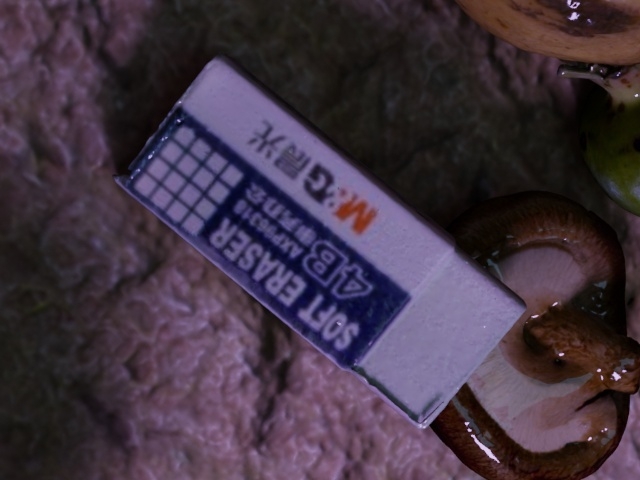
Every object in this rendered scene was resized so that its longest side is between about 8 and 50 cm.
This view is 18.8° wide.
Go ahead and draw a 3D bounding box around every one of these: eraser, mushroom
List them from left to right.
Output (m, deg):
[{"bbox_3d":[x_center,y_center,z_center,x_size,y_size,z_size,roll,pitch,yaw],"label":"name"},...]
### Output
[{"bbox_3d":[0.000,0.000,1.398,0.287,0.086,0.130,41,91,1],"label":"eraser"},{"bbox_3d":[0.151,0.077,1.511,0.194,0.138,0.231,6,87,-6],"label":"mushroom"}]

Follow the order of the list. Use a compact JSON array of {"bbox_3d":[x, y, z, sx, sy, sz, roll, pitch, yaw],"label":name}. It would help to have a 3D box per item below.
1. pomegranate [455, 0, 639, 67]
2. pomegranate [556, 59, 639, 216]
[{"bbox_3d":[0.200,-0.283,1.354,0.322,0.322,0.322,-4,103,-20],"label":"pomegranate"},{"bbox_3d":[0.262,-0.102,1.505,0.148,0.148,0.169,-31,111,-12],"label":"pomegranate"}]
